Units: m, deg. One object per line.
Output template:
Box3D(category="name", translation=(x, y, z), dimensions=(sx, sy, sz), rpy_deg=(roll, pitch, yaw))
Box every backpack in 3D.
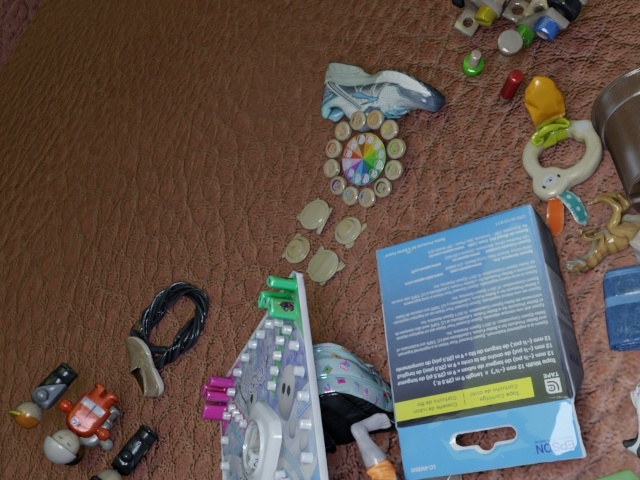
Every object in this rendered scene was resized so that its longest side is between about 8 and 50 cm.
Box3D(category="backpack", translation=(0.022, 0.233, 1.128), dimensions=(0.152, 0.182, 0.115), rpy_deg=(-31, 49, 16))

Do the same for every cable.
Box3D(category="cable", translation=(-0.295, 0.164, 1.487), dimensions=(0.184, 0.047, 0.150), rpy_deg=(-37, 47, 9))

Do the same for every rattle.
Box3D(category="rattle", translation=(0.361, -0.128, 1.157), dimensions=(0.130, 0.143, 0.199), rpy_deg=(11, 62, 19))

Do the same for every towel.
Box3D(category="towel", translation=(0.426, 0.092, 1.040), dimensions=(0.067, 0.029, 0.119), rpy_deg=(-12, 56, 30))

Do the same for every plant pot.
Box3D(category="plant pot", translation=(0.474, -0.129, 1.041), dimensions=(0.167, 0.167, 0.165), rpy_deg=(-18, 47, 25))

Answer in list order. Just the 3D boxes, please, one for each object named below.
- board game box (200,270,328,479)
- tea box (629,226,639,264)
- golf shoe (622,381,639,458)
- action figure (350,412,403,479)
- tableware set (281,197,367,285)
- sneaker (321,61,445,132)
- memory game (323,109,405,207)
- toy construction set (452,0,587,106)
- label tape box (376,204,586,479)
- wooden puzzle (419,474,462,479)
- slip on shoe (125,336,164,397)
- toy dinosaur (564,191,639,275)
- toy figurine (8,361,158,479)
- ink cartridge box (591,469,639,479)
Box3D(category="board game box", translation=(-0.100, 0.303, 1.107), dimensions=(0.390, 0.050, 0.390), rpy_deg=(123, 148, -46))
Box3D(category="tea box", translation=(0.600, 0.000, 0.845), dimensions=(0.323, 0.220, 0.329), rpy_deg=(-52, 47, -2))
Box3D(category="golf shoe", translation=(0.422, 0.185, 0.925), dimensions=(0.086, 0.067, 0.186), rpy_deg=(13, 92, 41))
Box3D(category="action figure", translation=(0.028, 0.436, 0.963), dimensions=(0.341, 0.178, 0.330), rpy_deg=(-52, 25, 22))
Box3D(category="tableware set", translation=(0.000, 0.000, 1.404), dimensions=(0.169, 0.020, 0.141), rpy_deg=(30, 84, 42))
Box3D(category="sneaker", translation=(0.115, -0.259, 1.453), dimensions=(0.283, 0.110, 0.122), rpy_deg=(19, 92, 44))
Box3D(category="memory game", translation=(0.078, -0.153, 1.404), dimensions=(0.186, 0.012, 0.186), rpy_deg=(-4, 84, 38))
Box3D(category="toy construction set", translation=(0.327, -0.389, 1.343), dimensions=(0.257, 0.237, 0.309), rpy_deg=(8, 82, 6))
Box3D(category="label tape box", translation=(0.228, 0.152, 1.079), dimensions=(0.249, 0.115, 0.347), rpy_deg=(-17, 65, 25))
Box3D(category="wooden puzzle", translation=(0.168, 0.328, 1.081), dimensions=(0.078, 0.014, 0.116), rpy_deg=(-18, 53, 30))
Box3D(category="slip on shoe", translation=(-0.347, 0.243, 1.449), dimensions=(0.051, 0.041, 0.135), rpy_deg=(-49, 62, 36))
Box3D(category="toy dinosaur", translation=(0.445, -0.020, 1.091), dimensions=(0.211, 0.064, 0.112), rpy_deg=(-28, 80, 12))
Box3D(category="toy figurine", translation=(-0.426, 0.342, 1.350), dimensions=(0.209, 0.213, 0.148), rpy_deg=(16, 58, 40))
Box3D(category="ink cartridge box", translation=(0.240, 0.384, 0.770), dimensions=(0.207, 0.353, 0.119), rpy_deg=(56, 139, 43))
